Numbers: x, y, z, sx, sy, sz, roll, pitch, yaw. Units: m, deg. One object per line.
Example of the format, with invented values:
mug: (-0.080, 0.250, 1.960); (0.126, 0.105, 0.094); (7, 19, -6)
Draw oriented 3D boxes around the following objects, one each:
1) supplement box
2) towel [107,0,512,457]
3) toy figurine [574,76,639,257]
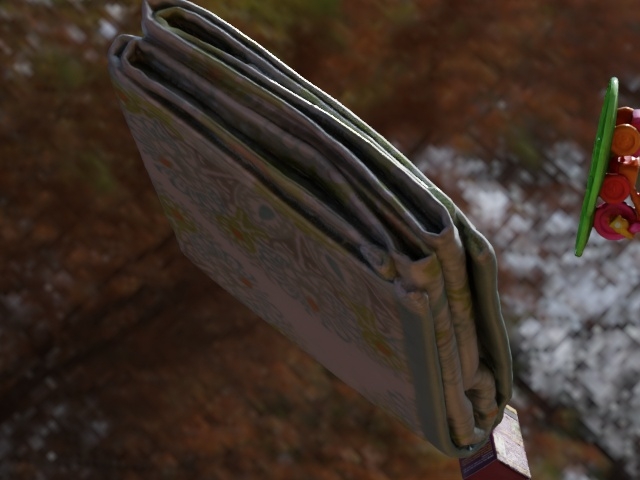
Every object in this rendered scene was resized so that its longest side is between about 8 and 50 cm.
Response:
supplement box: (0.158, 0.190, 1.746); (0.043, 0.083, 0.055); (-35, -49, 26)
towel: (0.000, 0.000, 1.430); (0.090, 0.320, 0.374); (-45, -23, -15)
toy figurine: (0.324, -0.050, 1.703); (0.130, 0.159, 0.173); (-68, -12, -65)
